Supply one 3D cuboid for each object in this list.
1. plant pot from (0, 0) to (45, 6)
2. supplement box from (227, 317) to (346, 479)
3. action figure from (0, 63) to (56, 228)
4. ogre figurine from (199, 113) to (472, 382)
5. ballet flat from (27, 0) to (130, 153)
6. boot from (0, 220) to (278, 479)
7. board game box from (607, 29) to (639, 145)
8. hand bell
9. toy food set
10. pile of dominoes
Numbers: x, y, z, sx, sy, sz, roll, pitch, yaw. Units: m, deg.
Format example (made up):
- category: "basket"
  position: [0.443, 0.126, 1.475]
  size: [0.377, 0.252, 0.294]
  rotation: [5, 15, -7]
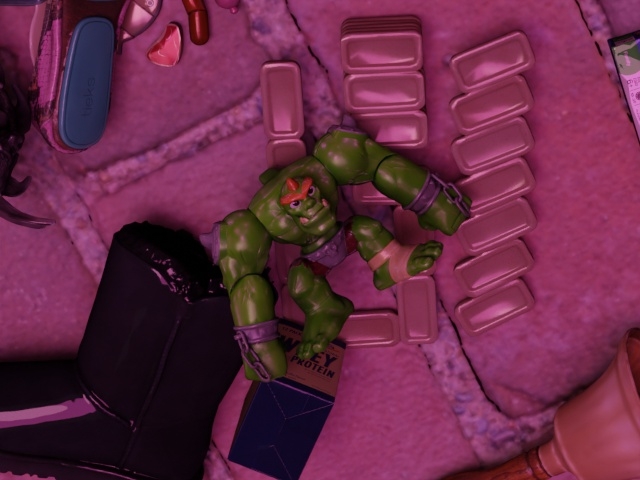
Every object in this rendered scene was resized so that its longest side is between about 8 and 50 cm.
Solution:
- category: "plant pot"
  position: [-0.238, -0.293, 1.068]
  size: [0.165, 0.165, 0.234]
  rotation: [-32, 72, 43]
- category: "supplement box"
  position: [-0.024, 0.120, 1.250]
  size: [0.056, 0.083, 0.083]
  rotation: [22, 118, -4]
- category: "action figure"
  position: [-0.291, -0.115, 1.170]
  size: [0.141, 0.164, 0.276]
  rotation: [-25, 95, -9]
- category: "ogre figurine"
  position: [0.000, 0.000, 1.184]
  size: [0.197, 0.097, 0.118]
  rotation: [-37, 100, 11]
- category: "ballet flat"
  position: [-0.171, -0.173, 1.186]
  size: [0.079, 0.077, 0.222]
  rotation: [29, 112, 37]
- category: "boot"
  position: [-0.173, 0.076, 1.246]
  size: [0.246, 0.094, 0.207]
  rotation: [17, 111, -8]
- category: "board game box"
  position: [0.300, -0.069, 1.202]
  size: [0.136, 0.035, 0.201]
  rotation: [-18, 105, 9]
- category: "hand bell"
  position: [0.159, 0.173, 1.266]
  size: [0.242, 0.126, 0.126]
  rotation: [-29, 103, 24]
- category: "toy food set"
  position: [-0.099, -0.174, 1.205]
  size: [0.078, 0.019, 0.122]
  rotation: [30, 107, -5]
- category: "pile of dominoes"
  position: [0.061, -0.040, 1.239]
  size: [0.195, 0.040, 0.251]
  rotation: [-3, 115, 4]
